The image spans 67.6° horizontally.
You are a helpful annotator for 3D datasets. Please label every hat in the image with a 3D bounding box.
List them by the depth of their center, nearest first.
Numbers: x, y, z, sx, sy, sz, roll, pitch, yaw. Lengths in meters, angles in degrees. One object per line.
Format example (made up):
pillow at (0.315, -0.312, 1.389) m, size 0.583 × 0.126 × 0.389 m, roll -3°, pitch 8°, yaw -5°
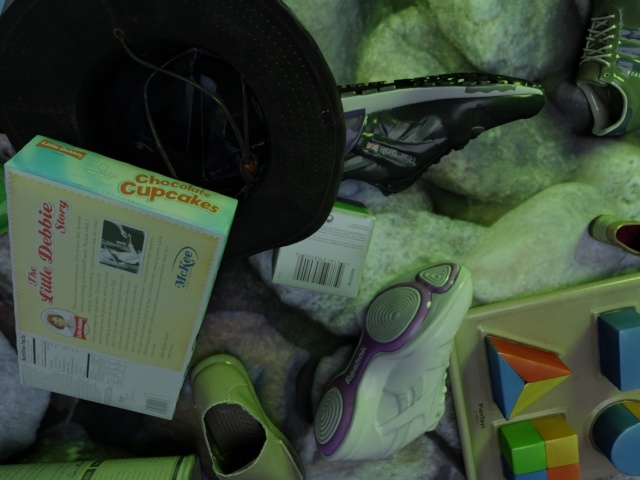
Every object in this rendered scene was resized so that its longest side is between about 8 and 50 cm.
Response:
hat at (-0.133, -0.124, 0.476) m, size 0.330 × 0.134 × 0.332 m, roll 4°, pitch 129°, yaw 5°

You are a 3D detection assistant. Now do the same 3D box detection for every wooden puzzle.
wooden puzzle at (0.362, 0.222, 0.666) m, size 0.347 × 0.080 × 0.323 m, roll -14°, pitch 106°, yaw -2°

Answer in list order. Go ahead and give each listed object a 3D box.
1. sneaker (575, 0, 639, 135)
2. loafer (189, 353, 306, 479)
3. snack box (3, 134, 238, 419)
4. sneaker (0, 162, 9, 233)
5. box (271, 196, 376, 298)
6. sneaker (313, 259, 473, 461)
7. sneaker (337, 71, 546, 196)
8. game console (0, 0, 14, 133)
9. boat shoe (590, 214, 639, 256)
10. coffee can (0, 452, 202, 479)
sneaker at (0.336, -0.211, 0.551) m, size 0.086 × 0.064 × 0.192 m, roll -26°, pitch 110°, yaw -3°
loafer at (-0.097, 0.280, 0.627) m, size 0.101 × 0.092 × 0.269 m, roll -26°, pitch 106°, yaw 2°
snack box at (-0.218, 0.066, 0.509) m, size 0.186 × 0.060 × 0.322 m, roll 18°, pitch 127°, yaw -10°
sneaker at (-0.426, -0.094, 0.448) m, size 0.295 × 0.123 × 0.110 m, roll 34°, pitch 65°, yaw -26°
box at (0.000, 0.000, 0.563) m, size 0.101 × 0.087 × 0.102 m, roll 12°, pitch 103°, yaw -8°
sneaker at (0.114, 0.162, 0.623) m, size 0.152 × 0.114 × 0.305 m, roll 23°, pitch 107°, yaw -25°
sneaker at (0.103, -0.118, 0.545) m, size 0.282 × 0.107 × 0.124 m, roll -5°, pitch 113°, yaw 4°
game console at (-0.389, -0.321, 0.449) m, size 0.386 × 0.060 × 0.342 m, roll 24°, pitch 102°, yaw -12°
boat shoe at (0.427, 0.001, 0.629) m, size 0.135 × 0.045 × 0.050 m, roll 9°, pitch 104°, yaw -8°
coffee can at (-0.294, 0.372, 0.575) m, size 0.274 × 0.201 × 0.202 m, roll -1°, pitch 105°, yaw -6°
